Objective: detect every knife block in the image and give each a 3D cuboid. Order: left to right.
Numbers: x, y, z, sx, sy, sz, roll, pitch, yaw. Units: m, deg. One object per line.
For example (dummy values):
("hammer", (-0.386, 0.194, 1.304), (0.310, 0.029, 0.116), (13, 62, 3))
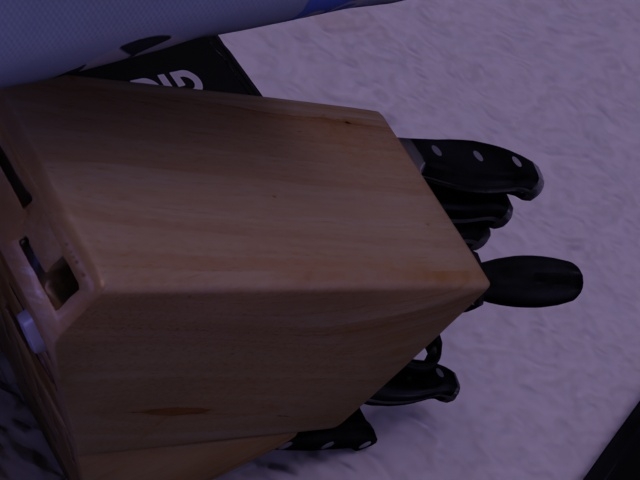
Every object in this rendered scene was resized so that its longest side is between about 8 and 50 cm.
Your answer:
("knife block", (0.000, 0.000, 0.685), (0.242, 0.276, 0.088), (-27, 67, -14))

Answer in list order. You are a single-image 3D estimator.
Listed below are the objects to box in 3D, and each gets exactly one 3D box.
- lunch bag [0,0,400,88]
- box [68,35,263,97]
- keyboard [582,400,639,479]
("lunch bag", (-0.186, -0.192, 0.583), (0.328, 0.239, 0.385), (-15, 26, -40))
("box", (-0.215, -0.095, 0.740), (0.322, 0.079, 0.257), (-16, 61, -42))
("keyboard", (0.177, 0.183, 0.790), (0.201, 0.033, 0.317), (37, 42, 10))
